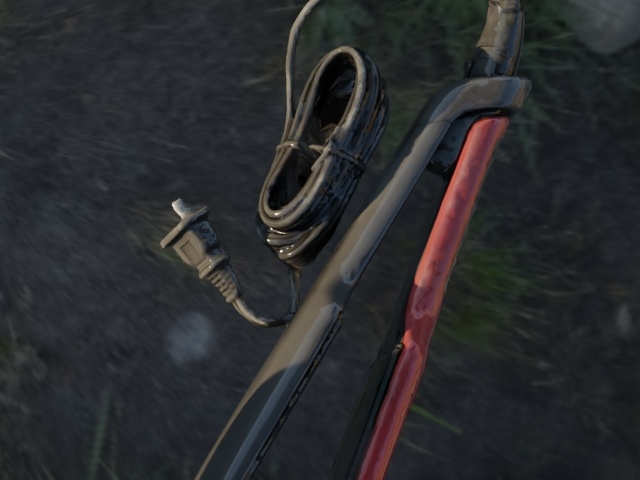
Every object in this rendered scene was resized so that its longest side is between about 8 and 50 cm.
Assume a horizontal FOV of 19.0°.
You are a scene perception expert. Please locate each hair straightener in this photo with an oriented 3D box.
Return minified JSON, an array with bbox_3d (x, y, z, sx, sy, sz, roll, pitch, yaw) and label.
[{"bbox_3d":[0.000,0.000,0.565,0.089,0.047,0.230,24,76,-5],"label":"hair straightener"}]
